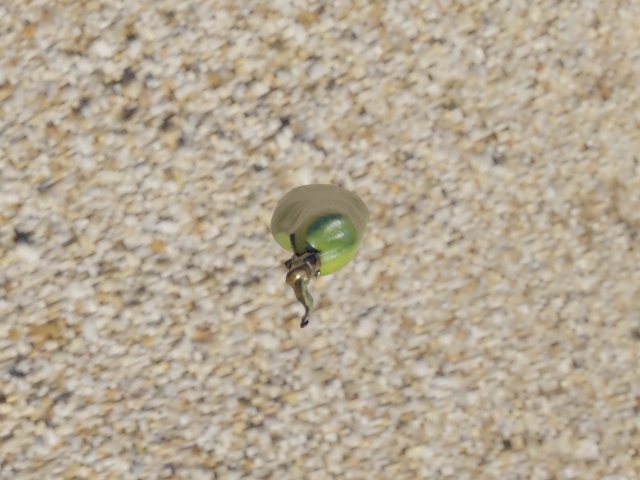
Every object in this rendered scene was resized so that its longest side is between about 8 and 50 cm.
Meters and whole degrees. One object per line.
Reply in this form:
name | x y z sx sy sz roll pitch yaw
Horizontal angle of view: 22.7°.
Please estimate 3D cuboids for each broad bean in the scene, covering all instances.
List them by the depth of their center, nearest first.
broad bean | -0.002 -0.008 1.213 0.067 0.075 0.325 51 5 -5
